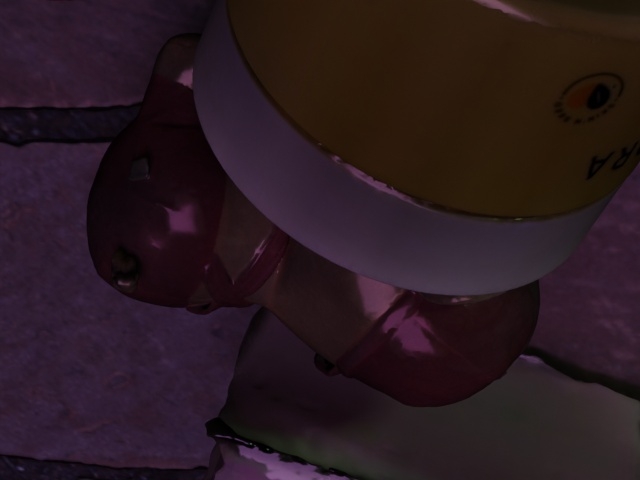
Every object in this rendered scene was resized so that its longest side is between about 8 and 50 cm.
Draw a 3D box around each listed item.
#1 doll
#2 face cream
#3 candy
[{"bbox_3d":[0.002,-0.003,1.098,0.256,0.196,0.152,26,99,0],"label":"doll"},{"bbox_3d":[0.068,-0.113,0.916,0.218,0.218,0.179,24,135,-4],"label":"face cream"},{"bbox_3d":[0.063,0.138,1.207,0.265,0.155,0.115,16,131,5],"label":"candy"}]
